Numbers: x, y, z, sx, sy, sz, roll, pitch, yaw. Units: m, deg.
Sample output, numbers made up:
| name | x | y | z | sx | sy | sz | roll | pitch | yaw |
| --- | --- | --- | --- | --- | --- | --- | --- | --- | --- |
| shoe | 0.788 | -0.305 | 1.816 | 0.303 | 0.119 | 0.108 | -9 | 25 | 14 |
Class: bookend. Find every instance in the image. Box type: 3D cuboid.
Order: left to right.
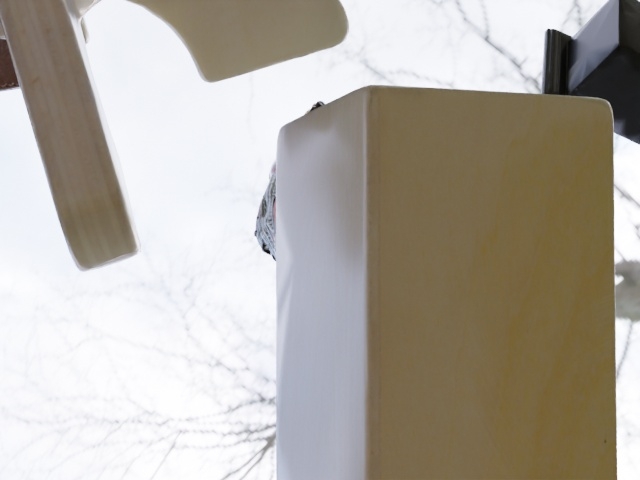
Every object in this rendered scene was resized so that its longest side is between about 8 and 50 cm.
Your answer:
| name | x | y | z | sx | sy | sz | roll | pitch | yaw |
| --- | --- | --- | --- | --- | --- | --- | --- | --- | --- |
| bookend | 0.270 | -0.142 | 0.958 | 0.157 | 0.156 | 0.072 | 22 | -128 | -16 |

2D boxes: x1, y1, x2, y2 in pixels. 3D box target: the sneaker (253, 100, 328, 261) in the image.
| name | x | y | z | sx | sy | sz | roll | pitch | yaw |
| --- | --- | --- | --- | --- | --- | --- | --- | --- | --- |
| sneaker | 0.000 | 0.000 | 0.981 | 0.088 | 0.093 | 0.225 | 28 | -143 | -23 |

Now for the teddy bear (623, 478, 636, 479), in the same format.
| name | x | y | z | sx | sy | sz | roll | pitch | yaw |
| --- | --- | --- | --- | --- | --- | --- | --- | --- | --- |
| teddy bear | 0.092 | 0.231 | 0.776 | 0.338 | 0.245 | 0.113 | 8 | -127 | -48 |

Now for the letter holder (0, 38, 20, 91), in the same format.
| name | x | y | z | sx | sy | sz | roll | pitch | yaw |
| --- | --- | --- | --- | --- | --- | --- | --- | --- | --- |
| letter holder | -0.330 | -0.170 | 0.906 | 0.302 | 0.214 | 0.152 | 3 | -132 | -4 |

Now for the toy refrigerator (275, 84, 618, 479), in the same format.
| name | x | y | z | sx | sy | sz | roll | pitch | yaw |
| --- | --- | --- | --- | --- | --- | --- | --- | --- | --- |
| toy refrigerator | 0.042 | 0.090 | 0.441 | 0.094 | 0.102 | 0.269 | 2 | -94 | -18 |

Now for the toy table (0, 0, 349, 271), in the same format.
| name | x | y | z | sx | sy | sz | roll | pitch | yaw |
| --- | --- | --- | --- | --- | --- | --- | --- | --- | --- |
| toy table | -0.127 | -0.119 | 0.546 | 0.274 | 0.161 | 0.252 | -10 | -143 | 3 |
